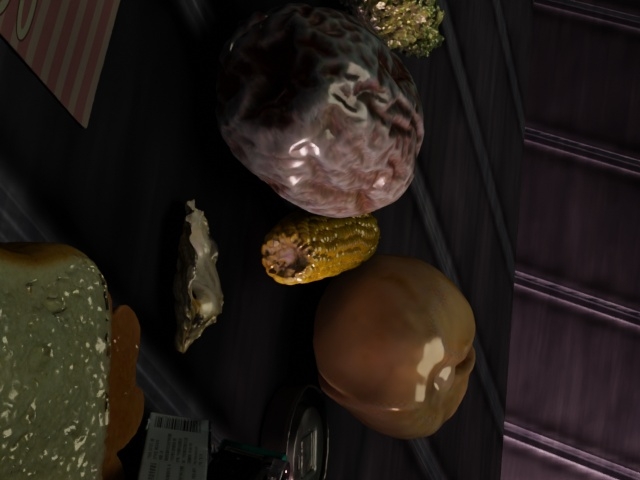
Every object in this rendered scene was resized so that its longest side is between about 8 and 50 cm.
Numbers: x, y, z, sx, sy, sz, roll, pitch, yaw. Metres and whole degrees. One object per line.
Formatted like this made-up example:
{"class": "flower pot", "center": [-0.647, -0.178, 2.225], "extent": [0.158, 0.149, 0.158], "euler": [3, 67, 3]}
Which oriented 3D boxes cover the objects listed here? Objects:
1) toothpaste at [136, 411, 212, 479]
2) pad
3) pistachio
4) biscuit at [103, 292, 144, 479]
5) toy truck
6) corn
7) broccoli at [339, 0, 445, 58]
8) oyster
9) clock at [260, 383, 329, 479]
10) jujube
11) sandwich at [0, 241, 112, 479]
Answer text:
{"class": "toothpaste", "center": [-0.134, 0.242, 1.087], "extent": [0.336, 0.067, 0.081], "euler": [-105, -154, -77]}
{"class": "pad", "center": [-0.235, -0.249, 1.038], "extent": [0.300, 0.005, 0.202], "euler": [57, 38, -60]}
{"class": "pistachio", "center": [0.098, 0.145, 1.724], "extent": [0.309, 0.230, 0.230], "euler": [-118, -162, -62]}
{"class": "biscuit", "center": [-0.219, 0.177, 1.059], "extent": [0.202, 0.044, 0.288], "euler": [43, 50, -58]}
{"class": "toy truck", "center": [-0.110, 0.293, 1.310], "extent": [0.253, 0.114, 0.124], "euler": [-55, 154, -58]}
{"class": "corn", "center": [0.000, 0.000, 1.630], "extent": [0.310, 0.101, 0.101], "euler": [-16, 107, -68]}
{"class": "broccoli", "center": [0.104, -0.384, 1.792], "extent": [0.198, 0.176, 0.226], "euler": [-10, 116, -76]}
{"class": "oyster", "center": [-0.127, 0.029, 1.327], "extent": [0.121, 0.045, 0.146], "euler": [-49, 130, -58]}
{"class": "clock", "center": [-0.033, 0.277, 1.641], "extent": [0.184, 0.040, 0.184], "euler": [2, 90, -73]}
{"class": "jujube", "center": [0.004, -0.150, 1.464], "extent": [0.317, 0.226, 0.226], "euler": [34, 59, -62]}
{"class": "sandwich", "center": [-0.240, 0.103, 0.873], "extent": [0.251, 0.087, 0.226], "euler": [15, 72, -65]}
